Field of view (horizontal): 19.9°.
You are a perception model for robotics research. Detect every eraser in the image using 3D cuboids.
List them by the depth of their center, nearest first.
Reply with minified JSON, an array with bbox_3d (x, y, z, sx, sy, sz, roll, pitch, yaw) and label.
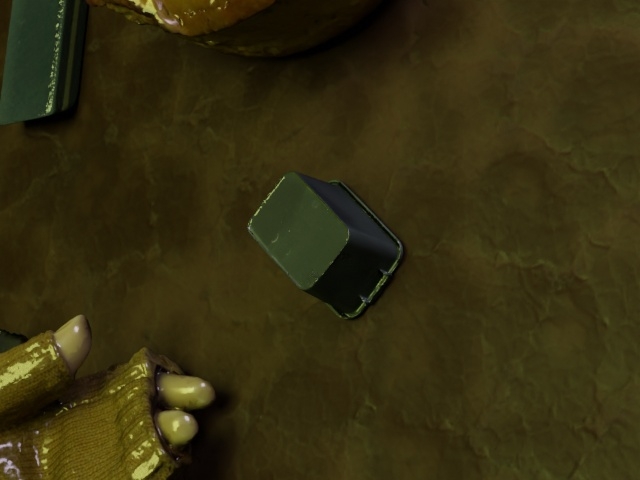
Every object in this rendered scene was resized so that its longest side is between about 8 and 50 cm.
[{"bbox_3d":[-0.276,-0.220,1.837,0.082,0.036,0.225,-9,69,35],"label":"eraser"}]

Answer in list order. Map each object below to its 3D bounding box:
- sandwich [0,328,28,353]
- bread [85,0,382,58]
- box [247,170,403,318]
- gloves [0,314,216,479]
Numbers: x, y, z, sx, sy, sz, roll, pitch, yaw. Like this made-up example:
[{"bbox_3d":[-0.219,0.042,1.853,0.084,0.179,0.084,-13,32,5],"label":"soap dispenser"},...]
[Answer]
[{"bbox_3d":[-0.377,0.202,1.761,0.212,0.063,0.245,1,75,42],"label":"sandwich"},{"bbox_3d":[-0.066,-0.339,1.602,0.398,0.215,0.398,-12,69,34],"label":"bread"},{"bbox_3d":[0.000,0.000,1.524,0.084,0.069,0.122,-54,51,12],"label":"box"},{"bbox_3d":[-0.254,0.195,1.592,0.356,0.155,0.203,-23,86,12],"label":"gloves"}]
